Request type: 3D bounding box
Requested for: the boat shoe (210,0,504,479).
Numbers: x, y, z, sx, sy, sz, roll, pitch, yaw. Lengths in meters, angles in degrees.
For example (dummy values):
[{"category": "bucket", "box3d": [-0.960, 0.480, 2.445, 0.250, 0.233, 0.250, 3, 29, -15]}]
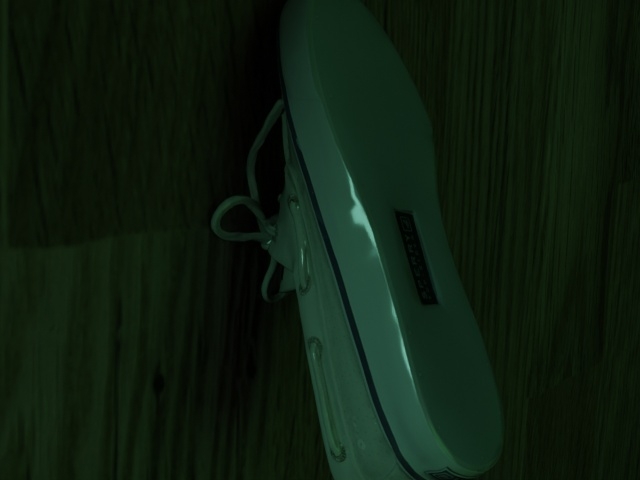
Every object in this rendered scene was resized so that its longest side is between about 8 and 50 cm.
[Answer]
[{"category": "boat shoe", "box3d": [0.006, 0.002, 0.716, 0.135, 0.156, 0.367, 5, 64, -50]}]
